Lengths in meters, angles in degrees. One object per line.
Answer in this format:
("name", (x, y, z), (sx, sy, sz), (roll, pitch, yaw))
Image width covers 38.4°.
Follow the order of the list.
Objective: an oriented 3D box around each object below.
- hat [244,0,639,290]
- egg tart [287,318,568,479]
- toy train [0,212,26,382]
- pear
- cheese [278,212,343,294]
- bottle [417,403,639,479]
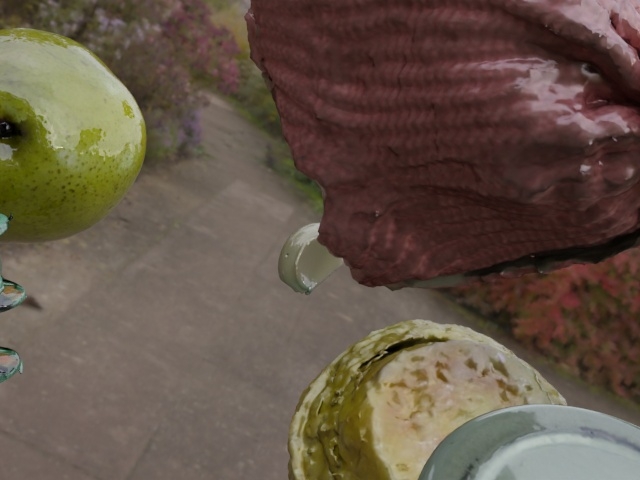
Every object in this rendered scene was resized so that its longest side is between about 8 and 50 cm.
("hat", (0.110, -0.067, 0.505), (0.286, 0.107, 0.237), (-3, -48, 32))
("egg tart", (0.112, 0.178, 0.776), (0.294, 0.123, 0.294), (2, 49, -2))
("toy train", (-0.385, 0.059, 0.895), (0.177, 0.116, 0.285), (-9, 25, -13))
("pear", (-0.364, -0.126, 1.138), (0.294, 0.294, 0.294), (24, 12, -5))
("cheese", (0.004, 0.005, 1.392), (0.092, 0.171, 0.047), (50, -15, -29))
("bottle", (0.099, 0.282, 0.551), (0.229, 0.352, 0.229), (10, 38, -8))
